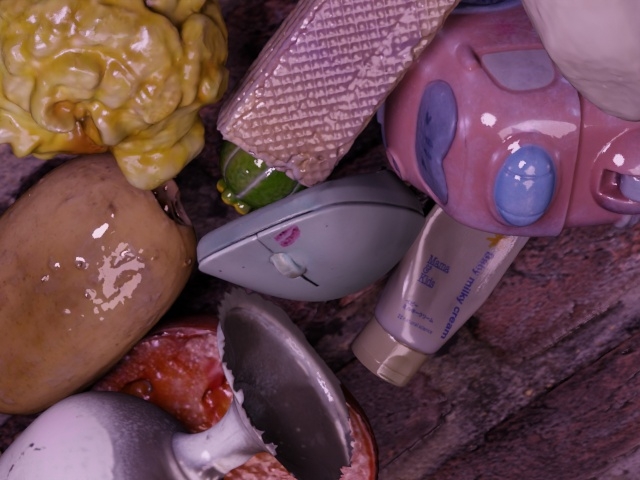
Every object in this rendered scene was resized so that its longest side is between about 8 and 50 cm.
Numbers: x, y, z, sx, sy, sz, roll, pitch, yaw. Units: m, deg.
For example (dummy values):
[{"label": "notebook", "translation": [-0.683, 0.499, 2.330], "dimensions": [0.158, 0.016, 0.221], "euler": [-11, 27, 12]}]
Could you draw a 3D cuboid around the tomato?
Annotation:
[{"label": "tomato", "translation": [-0.108, 0.207, 1.815], "dimensions": [0.338, 0.143, 0.338], "euler": [-1, 118, -1]}]

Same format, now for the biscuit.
[{"label": "biscuit", "translation": [0.020, -0.159, 1.529], "dimensions": [0.108, 0.062, 0.239], "euler": [30, 112, -20]}]

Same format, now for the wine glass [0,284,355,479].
[{"label": "wine glass", "translation": [-0.147, 0.216, 1.617], "dimensions": [0.323, 0.238, 0.238], "euler": [-32, 127, 16]}]

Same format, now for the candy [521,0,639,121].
[{"label": "candy", "translation": [0.222, -0.292, 1.388], "dimensions": [0.186, 0.386, 0.427], "euler": [0, 128, 28]}]

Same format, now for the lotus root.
[{"label": "lotus root", "translation": [-0.251, 0.057, 1.661], "dimensions": [0.343, 0.151, 0.169], "euler": [-43, 81, 19]}]

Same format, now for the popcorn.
[{"label": "popcorn", "translation": [-0.192, -0.151, 1.507], "dimensions": [0.235, 0.181, 0.217], "euler": [-7, 131, 3]}]

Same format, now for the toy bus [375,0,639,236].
[{"label": "toy bus", "translation": [0.204, -0.106, 1.600], "dimensions": [0.294, 0.232, 0.197], "euler": [-3, 128, -11]}]

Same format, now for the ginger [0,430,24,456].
[{"label": "ginger", "translation": [-0.342, 0.230, 1.849], "dimensions": [0.149, 0.065, 0.258], "euler": [-5, 123, -25]}]

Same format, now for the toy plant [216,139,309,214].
[{"label": "toy plant", "translation": [-0.031, -0.090, 1.647], "dimensions": [0.093, 0.093, 0.162], "euler": [30, 116, -30]}]

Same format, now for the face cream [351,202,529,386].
[{"label": "face cream", "translation": [0.120, 0.037, 1.808], "dimensions": [0.114, 0.070, 0.224], "euler": [27, 108, -29]}]

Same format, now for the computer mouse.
[{"label": "computer mouse", "translation": [0.002, 0.006, 1.622], "dimensions": [0.159, 0.288, 0.097], "euler": [-21, 89, 19]}]
